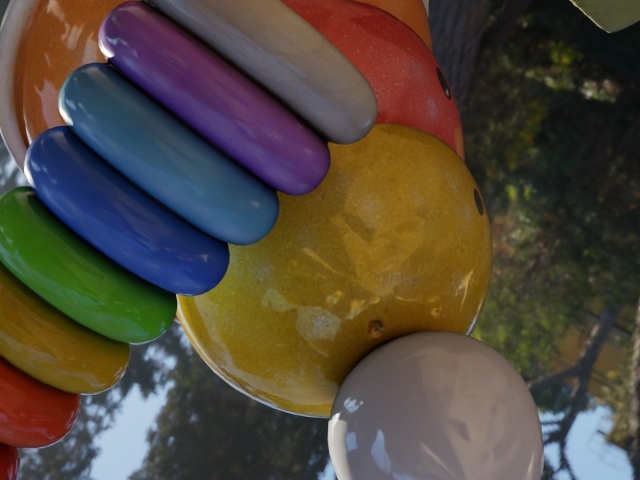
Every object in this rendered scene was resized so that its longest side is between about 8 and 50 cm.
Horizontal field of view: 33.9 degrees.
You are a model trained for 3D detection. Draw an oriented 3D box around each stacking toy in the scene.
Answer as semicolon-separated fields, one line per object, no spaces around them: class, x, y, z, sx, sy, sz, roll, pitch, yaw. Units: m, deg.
stacking toy;0.000;0.000;0.699;0.351;0.350;0.479;10;-142;-39
stacking toy;-0.119;0.022;0.523;0.141;0.330;0.141;36;-178;-1

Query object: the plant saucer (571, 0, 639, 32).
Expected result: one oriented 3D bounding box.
plant saucer;0.281;-0.367;0.872;0.081;0.332;0.333;24;-175;36
